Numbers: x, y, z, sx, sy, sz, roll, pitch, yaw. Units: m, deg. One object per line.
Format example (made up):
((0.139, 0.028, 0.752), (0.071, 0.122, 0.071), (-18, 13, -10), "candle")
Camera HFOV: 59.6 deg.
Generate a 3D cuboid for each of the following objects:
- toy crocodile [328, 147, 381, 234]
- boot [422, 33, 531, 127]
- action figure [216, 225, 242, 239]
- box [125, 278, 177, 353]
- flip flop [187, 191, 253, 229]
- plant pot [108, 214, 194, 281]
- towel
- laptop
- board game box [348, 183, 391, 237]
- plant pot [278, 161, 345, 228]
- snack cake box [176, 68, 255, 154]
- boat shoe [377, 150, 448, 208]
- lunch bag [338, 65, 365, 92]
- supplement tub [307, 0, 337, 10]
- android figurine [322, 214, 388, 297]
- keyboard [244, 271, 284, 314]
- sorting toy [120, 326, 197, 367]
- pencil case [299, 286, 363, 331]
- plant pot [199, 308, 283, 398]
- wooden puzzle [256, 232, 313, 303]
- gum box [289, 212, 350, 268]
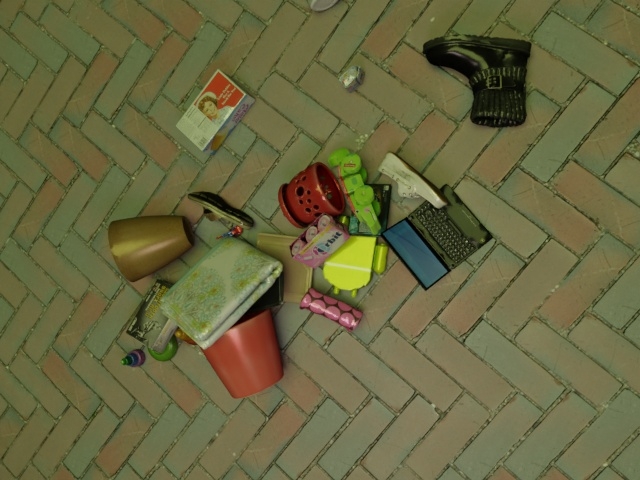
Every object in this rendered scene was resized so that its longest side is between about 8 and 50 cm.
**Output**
((0.116, -0.168, 1.831), (0.105, 0.115, 0.341), (-23, 63, 8), "toy crocodile")
((0.480, -0.497, 1.754), (0.347, 0.131, 0.260), (9, 93, 16), "boot")
((-0.325, -0.026, 2.051), (0.115, 0.030, 0.038), (-28, 88, 10), "action figure")
((-0.588, 0.273, 2.043), (0.183, 0.056, 0.231), (17, 73, 41), "box")
((-0.370, -0.100, 2.035), (0.277, 0.112, 0.080), (29, 113, 10), "flip flop")
((-0.604, 0.002, 2.053), (0.254, 0.237, 0.237), (-18, 85, 1), "plant pot")
((-0.338, 0.162, 1.882), (0.374, 0.090, 0.320), (-46, 41, -16), "towel")
((0.370, -0.015, 1.784), (0.264, 0.136, 0.234), (-41, 80, 13), "laptop")
((0.166, -0.102, 1.869), (0.126, 0.026, 0.186), (3, 70, 16), "board game box")
((-0.034, -0.144, 1.885), (0.174, 0.191, 0.191), (-26, 83, 25), "plant pot")
((-0.383, -0.465, 2.038), (0.152, 0.089, 0.264), (44, 101, 14), "snack cake box")
((0.294, -0.178, 1.814), (0.096, 0.098, 0.277), (-53, 56, 15), "boat shoe")
((0.112, -0.549, 1.896), (0.083, 0.071, 0.053), (-43, 77, 12), "lunch bag")
((-0.016, -0.899, 1.911), (0.116, 0.117, 0.191), (-23, 83, 16), "supplement tub")
((0.103, 0.055, 1.906), (0.248, 0.056, 0.273), (7, 89, 16), "android figurine")
((-0.246, 0.158, 1.970), (0.317, 0.033, 0.202), (-17, 67, 37), "keyboard")
((-0.599, 0.389, 2.085), (0.365, 0.126, 0.127), (-27, 83, 14), "sorting toy")
((0.035, 0.237, 1.897), (0.209, 0.098, 0.095), (26, 53, 5), "pencil case")
((-0.258, 0.390, 1.923), (0.274, 0.275, 0.243), (-21, 92, 16), "plant pot")
((-0.130, 0.099, 1.989), (0.220, 0.044, 0.239), (6, 96, 16), "wooden puzzle")
((0.000, 0.000, 1.846), (0.188, 0.107, 0.062), (-43, 41, 24), "gum box")
